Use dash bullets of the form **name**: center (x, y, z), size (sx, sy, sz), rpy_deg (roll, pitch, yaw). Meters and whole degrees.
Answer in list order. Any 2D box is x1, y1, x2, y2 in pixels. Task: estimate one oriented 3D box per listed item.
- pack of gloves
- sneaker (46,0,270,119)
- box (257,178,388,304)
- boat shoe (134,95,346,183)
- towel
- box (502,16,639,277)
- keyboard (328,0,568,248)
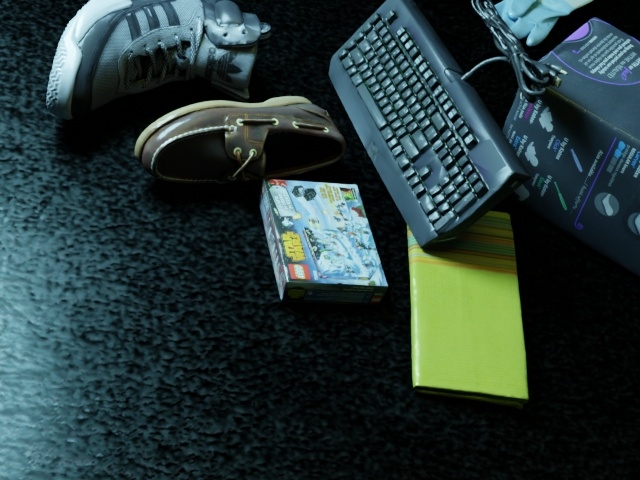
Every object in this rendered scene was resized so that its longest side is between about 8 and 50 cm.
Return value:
- **pack of gloves**: center (0.228, -0.322, 1.620), size (0.195, 0.046, 0.232), rpy_deg (43, 49, 11)
- **sneaker**: center (-0.146, -0.182, 1.270), size (0.153, 0.101, 0.268), rpy_deg (23, 38, 10)
- **box**: center (0.000, 0.000, 1.179), size (0.094, 0.027, 0.137), rpy_deg (4, 42, -17)
- **boat shoe**: center (-0.069, -0.089, 1.218), size (0.207, 0.073, 0.073), rpy_deg (-15, 49, -32)
- **towel**: center (0.129, 0.052, 1.175), size (0.102, 0.021, 0.237), rpy_deg (7, 43, -4)
- **box**: center (0.326, -0.076, 1.288), size (0.270, 0.143, 0.165), rpy_deg (34, 45, 18)
- **keyboard**: center (0.120, -0.149, 1.267), size (0.033, 0.201, 0.317), rpy_deg (37, 20, -42)
